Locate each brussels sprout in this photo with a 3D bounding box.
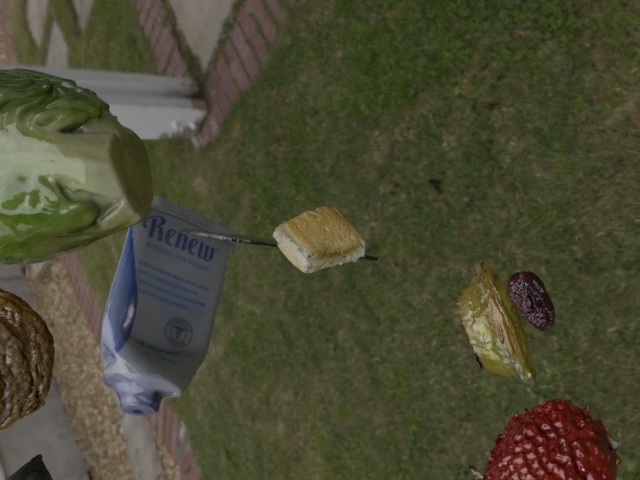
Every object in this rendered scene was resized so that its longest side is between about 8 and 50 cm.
[{"bbox_3d":[-0.425,-0.109,1.084,0.354,0.289,0.282,5,106,13],"label":"brussels sprout"}]

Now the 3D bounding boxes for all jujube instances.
[{"bbox_3d":[0.548,0.156,1.885,0.104,0.104,0.166,-23,93,53],"label":"jujube"}]

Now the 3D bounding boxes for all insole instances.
[{"bbox_3d":[-0.065,0.005,1.235,0.119,0.348,0.009,-161,79,-72],"label":"insole"}]

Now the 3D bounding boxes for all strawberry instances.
[{"bbox_3d":[0.481,0.503,1.607,0.292,0.343,0.292,14,107,58],"label":"strawberry"}]

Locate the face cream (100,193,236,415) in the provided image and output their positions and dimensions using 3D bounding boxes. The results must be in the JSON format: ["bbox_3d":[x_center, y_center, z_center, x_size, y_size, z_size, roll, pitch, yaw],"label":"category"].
[{"bbox_3d":[-0.302,0.126,1.399,0.137,0.234,0.420,-26,47,50],"label":"face cream"}]

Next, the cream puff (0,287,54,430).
[{"bbox_3d":[-0.401,0.150,0.792,0.169,0.183,0.184,-85,-2,-80],"label":"cream puff"}]

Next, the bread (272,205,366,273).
[{"bbox_3d":[0.000,0.000,0.762,0.070,0.083,0.035,48,139,33],"label":"bread"}]

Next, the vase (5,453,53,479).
[{"bbox_3d":[-0.261,0.348,0.790,0.237,0.115,0.115,46,137,3],"label":"vase"}]

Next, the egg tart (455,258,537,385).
[{"bbox_3d":[0.399,0.203,1.674,0.120,0.315,0.315,-23,71,16],"label":"egg tart"}]
